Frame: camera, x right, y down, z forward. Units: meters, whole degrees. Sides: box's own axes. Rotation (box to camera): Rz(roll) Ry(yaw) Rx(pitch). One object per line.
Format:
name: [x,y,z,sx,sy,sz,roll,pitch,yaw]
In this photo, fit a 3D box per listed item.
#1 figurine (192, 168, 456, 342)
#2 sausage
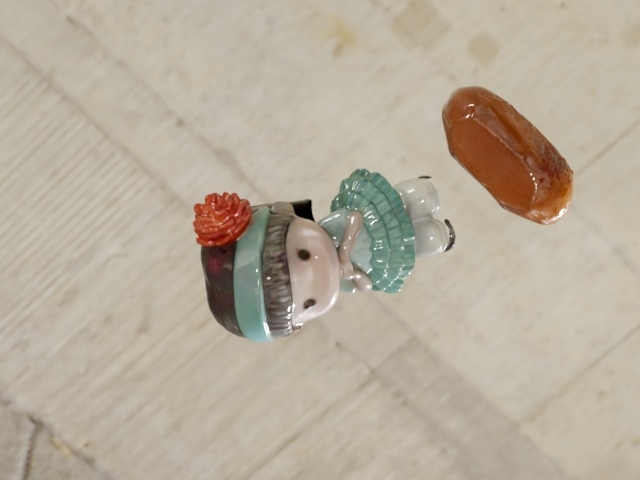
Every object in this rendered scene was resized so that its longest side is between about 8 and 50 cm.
figurine: [0.000,0.000,1.287,0.110,0.245,0.138,-3,-77,56]
sausage: [0.196,-0.091,1.551,0.179,0.089,0.089,44,12,7]
